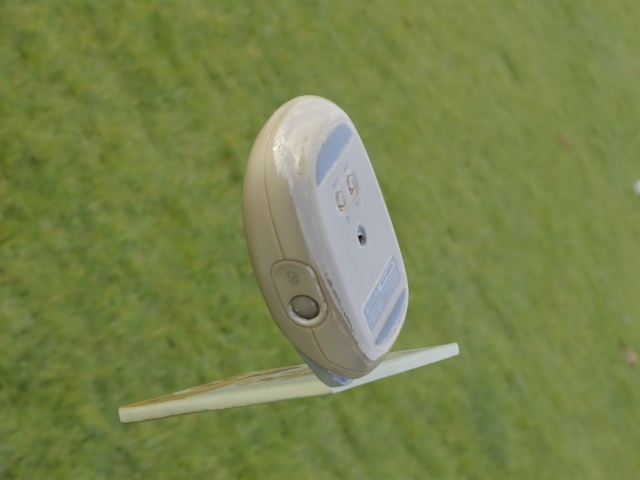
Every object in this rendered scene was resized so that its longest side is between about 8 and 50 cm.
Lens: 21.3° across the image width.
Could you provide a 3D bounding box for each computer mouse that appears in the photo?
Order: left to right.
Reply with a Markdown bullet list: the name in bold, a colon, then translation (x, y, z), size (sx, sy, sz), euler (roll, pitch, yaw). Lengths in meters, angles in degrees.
- **computer mouse**: translation (0.000, 0.000, 1.363), size (0.145, 0.082, 0.236), euler (-61, 139, -48)

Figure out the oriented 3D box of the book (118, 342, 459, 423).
- **book**: translation (-0.034, 0.145, 1.735), size (0.208, 0.295, 0.020), euler (-11, 89, -50)
